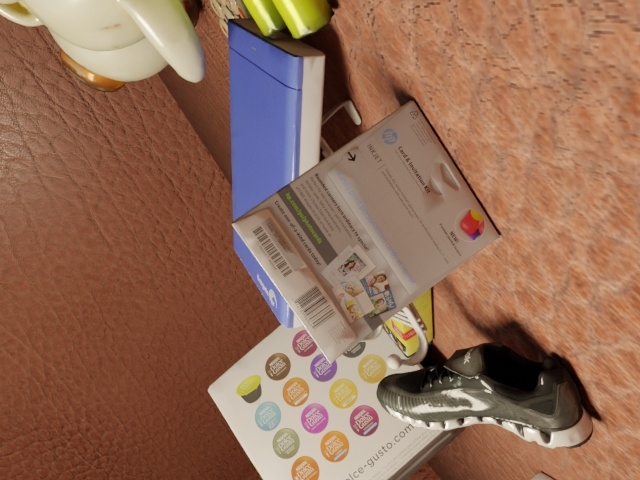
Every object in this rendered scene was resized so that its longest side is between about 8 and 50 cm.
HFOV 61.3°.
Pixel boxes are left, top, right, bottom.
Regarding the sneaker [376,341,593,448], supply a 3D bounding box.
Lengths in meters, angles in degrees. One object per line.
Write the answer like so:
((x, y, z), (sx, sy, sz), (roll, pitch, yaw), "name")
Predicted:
((0.163, 0.153, 0.589), (0.235, 0.078, 0.106), (-3, 117, 35), "sneaker")

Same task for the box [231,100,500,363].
((0.040, -0.009, 0.467), (0.145, 0.186, 0.038), (55, 173, -8), "box")

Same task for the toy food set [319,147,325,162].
((0.015, -0.103, 0.789), (0.122, 0.019, 0.078), (58, 173, 29), "toy food set")

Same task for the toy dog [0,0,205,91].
((-0.275, -0.353, 0.696), (0.395, 0.284, 0.408), (37, 174, -9), "toy dog")

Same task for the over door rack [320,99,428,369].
((0.000, 0.000, 0.710), (0.240, 0.108, 0.324), (15, 128, 64), "over door rack")

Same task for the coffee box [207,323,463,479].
((0.050, 0.335, 1.084), (0.334, 0.338, 0.338), (49, 178, 27), "coffee box")

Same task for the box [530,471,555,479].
((0.373, 0.453, 0.791), (0.170, 0.091, 0.130), (54, 171, 3), "box")

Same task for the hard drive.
((-0.062, -0.082, 0.653), (0.210, 0.040, 0.318), (-132, 38, -50), "hard drive")

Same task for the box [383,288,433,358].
((0.127, 0.103, 0.840), (0.087, 0.058, 0.232), (52, 170, 30), "box")

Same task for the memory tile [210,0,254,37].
((-0.115, -0.299, 0.735), (0.148, 0.012, 0.113), (47, 169, 35), "memory tile")

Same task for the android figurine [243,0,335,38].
((-0.085, -0.300, 0.442), (0.272, 0.056, 0.248), (57, 172, -30), "android figurine")
